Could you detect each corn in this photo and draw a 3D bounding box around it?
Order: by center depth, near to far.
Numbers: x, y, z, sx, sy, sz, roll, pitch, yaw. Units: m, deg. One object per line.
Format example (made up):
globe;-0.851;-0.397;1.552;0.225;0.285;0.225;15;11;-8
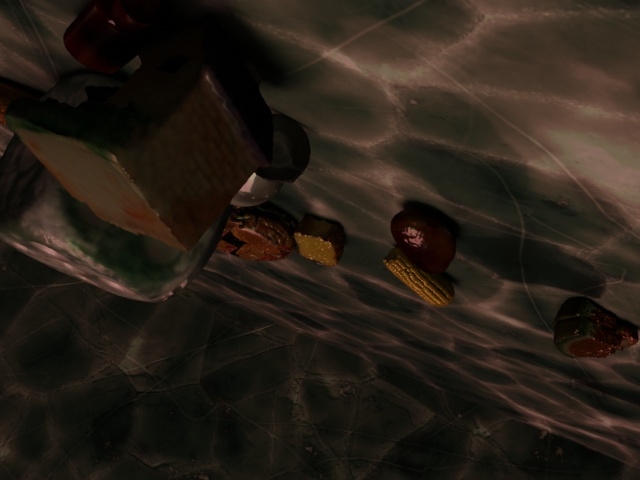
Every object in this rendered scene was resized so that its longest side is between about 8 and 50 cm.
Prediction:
corn;0.213;0.079;1.863;0.206;0.067;0.067;36;161;-33

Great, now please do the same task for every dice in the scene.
dice;-0.392;-0.091;1.652;0.348;0.327;0.330;33;163;-35

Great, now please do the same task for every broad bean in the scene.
broad bean;0.188;-0.003;1.585;0.114;0.084;0.165;0;151;19

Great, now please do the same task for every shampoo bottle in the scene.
shampoo bottle;-0.294;-0.305;1.262;0.102;0.064;0.260;30;164;-23

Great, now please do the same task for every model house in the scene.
model house;-0.230;-0.175;1.243;0.312;0.280;0.245;19;153;42

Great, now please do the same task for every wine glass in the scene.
wine glass;-0.108;-0.129;1.497;0.127;0.126;0.241;27;162;-16

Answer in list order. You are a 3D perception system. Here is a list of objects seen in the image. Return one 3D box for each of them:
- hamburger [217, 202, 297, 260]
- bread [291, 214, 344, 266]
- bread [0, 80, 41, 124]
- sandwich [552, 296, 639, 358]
hamburger;-0.154;-0.024;1.988;0.231;0.106;0.231;21;158;9
bread;0.000;0.000;1.912;0.103;0.065;0.187;21;167;14
bread;-0.635;-0.267;1.861;0.271;0.077;0.139;26;167;9
sandwich;0.532;0.193;1.754;0.159;0.079;0.235;23;165;2
